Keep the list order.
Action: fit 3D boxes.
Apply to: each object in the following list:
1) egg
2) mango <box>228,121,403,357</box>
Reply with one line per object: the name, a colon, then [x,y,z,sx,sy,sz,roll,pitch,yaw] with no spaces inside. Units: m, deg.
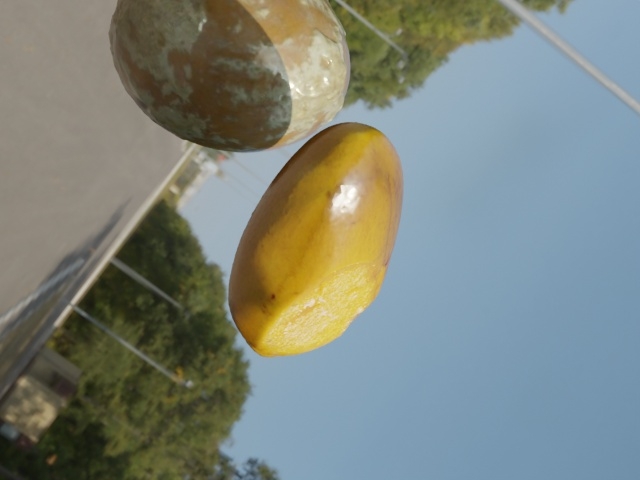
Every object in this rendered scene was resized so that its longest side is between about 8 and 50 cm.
egg: [-0.085,-0.181,0.884,0.203,0.245,0.203,-52,159,-30]
mango: [-0.004,-0.005,0.676,0.141,0.102,0.217,-24,154,-32]
